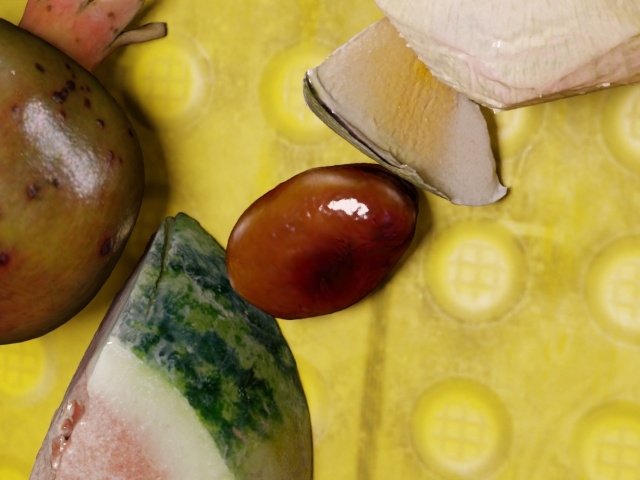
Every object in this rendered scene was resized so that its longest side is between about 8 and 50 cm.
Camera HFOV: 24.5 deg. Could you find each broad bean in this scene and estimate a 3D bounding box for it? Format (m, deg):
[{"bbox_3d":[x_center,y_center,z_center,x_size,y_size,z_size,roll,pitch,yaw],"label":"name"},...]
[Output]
[{"bbox_3d":[0.000,0.000,1.159,0.165,0.084,0.114,-40,89,22],"label":"broad bean"}]

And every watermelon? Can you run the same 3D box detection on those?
[{"bbox_3d":[-0.128,0.147,1.201,0.231,0.193,0.310,-14,102,2],"label":"watermelon"}]

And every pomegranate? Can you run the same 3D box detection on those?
[{"bbox_3d":[-0.275,-0.080,1.187,0.290,0.291,0.323,0,53,21],"label":"pomegranate"}]

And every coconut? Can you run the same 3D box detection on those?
[{"bbox_3d":[0.156,-0.236,0.996,0.297,0.254,0.297,2,95,20],"label":"coconut"}]

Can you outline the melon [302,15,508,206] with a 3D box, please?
[{"bbox_3d":[0.056,-0.102,1.124,0.093,0.202,0.139,-56,30,-2],"label":"melon"}]
